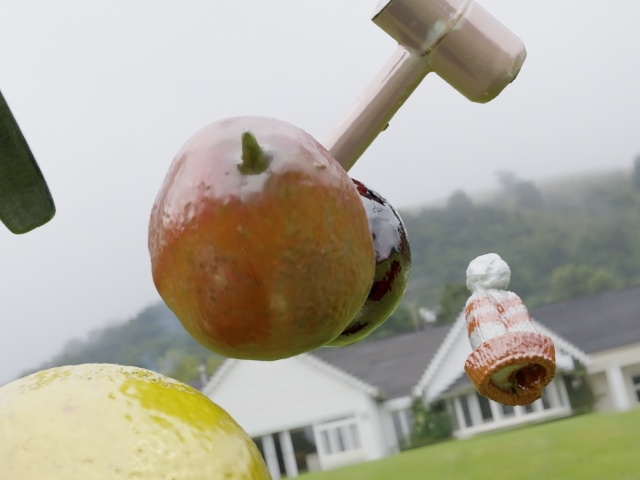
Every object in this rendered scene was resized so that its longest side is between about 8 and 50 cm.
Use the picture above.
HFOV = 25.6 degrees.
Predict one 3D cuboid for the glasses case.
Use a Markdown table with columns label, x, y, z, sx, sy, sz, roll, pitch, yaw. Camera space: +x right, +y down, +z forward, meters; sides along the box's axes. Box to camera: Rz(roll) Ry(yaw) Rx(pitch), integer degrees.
| label | x | y | z | sx | sy | sz | roll | pitch | yaw |
| --- | --- | --- | --- | --- | --- | --- | --- | --- | --- |
| glasses case | -0.383 | -0.154 | 1.529 | 0.074 | 0.131 | 0.323 | -29 | -48 | -12 |

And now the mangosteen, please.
| label | x | y | z | sx | sy | sz | roll | pitch | yaw |
| --- | --- | --- | --- | --- | --- | --- | --- | --- | --- |
| mangosteen | 0.002 | 0.012 | 1.594 | 0.216 | 0.216 | 0.216 | -12 | -12 | -3 |

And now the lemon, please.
| label | x | y | z | sx | sy | sz | roll | pitch | yaw |
| --- | --- | --- | --- | --- | --- | --- | --- | --- | --- |
| lemon | -0.173 | 0.227 | 1.078 | 0.293 | 0.293 | 0.293 | -12 | -12 | -3 |

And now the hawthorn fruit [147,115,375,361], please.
| label | x | y | z | sx | sy | sz | roll | pitch | yaw |
| --- | --- | --- | --- | --- | --- | --- | --- | --- | --- |
| hawthorn fruit | -0.050 | -0.020 | 1.139 | 0.199 | 0.199 | 0.251 | -11 | -32 | -8 |

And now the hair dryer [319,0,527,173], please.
| label | x | y | z | sx | sy | sz | roll | pitch | yaw |
| --- | --- | --- | --- | --- | --- | --- | --- | --- | --- |
| hair dryer | 0.090 | -0.172 | 1.808 | 0.344 | 0.189 | 0.107 | -50 | 10 | 9 |

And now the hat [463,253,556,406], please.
| label | x | y | z | sx | sy | sz | roll | pitch | yaw |
| --- | --- | --- | --- | --- | --- | --- | --- | --- | --- |
| hat | 0.194 | 0.090 | 1.544 | 0.094 | 0.162 | 0.112 | -34 | -38 | 20 |
